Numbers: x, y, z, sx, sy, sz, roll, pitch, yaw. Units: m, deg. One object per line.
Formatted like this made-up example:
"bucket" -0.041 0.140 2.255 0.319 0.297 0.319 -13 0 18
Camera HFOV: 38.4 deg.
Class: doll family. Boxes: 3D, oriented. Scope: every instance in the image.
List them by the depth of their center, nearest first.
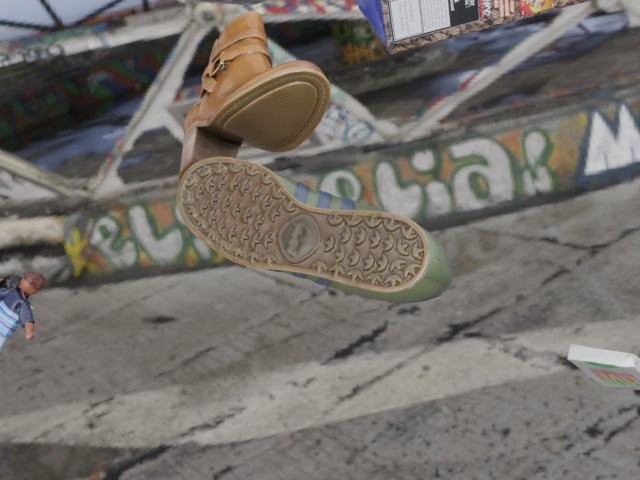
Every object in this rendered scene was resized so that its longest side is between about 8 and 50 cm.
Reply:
"doll family" -0.350 0.053 0.954 0.193 0.076 0.111 36 84 20

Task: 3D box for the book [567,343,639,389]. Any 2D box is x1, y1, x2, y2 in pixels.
"book" 0.434 0.186 1.342 0.096 0.035 0.144 5 -18 39

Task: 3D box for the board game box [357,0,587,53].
"board game box" 0.179 -0.371 1.015 0.291 0.232 0.141 -15 38 -5

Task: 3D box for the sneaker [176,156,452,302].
"sneaker" 0.000 0.000 0.599 0.192 0.064 0.086 18 -4 32

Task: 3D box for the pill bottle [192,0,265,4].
"pill bottle" -0.114 -0.295 0.920 0.112 0.112 0.186 -5 8 27

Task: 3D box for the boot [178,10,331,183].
"boot" -0.059 -0.142 0.799 0.197 0.073 0.152 -28 44 43
